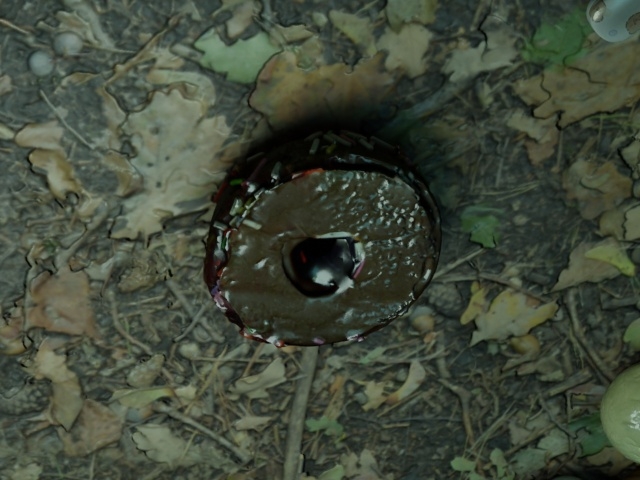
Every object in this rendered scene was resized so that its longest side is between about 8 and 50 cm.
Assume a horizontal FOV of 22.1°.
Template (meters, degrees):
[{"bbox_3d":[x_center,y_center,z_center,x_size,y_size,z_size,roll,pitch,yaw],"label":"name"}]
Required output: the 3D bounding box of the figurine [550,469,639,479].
[{"bbox_3d":[0.378,0.371,2.113,0.263,0.142,0.189,1,157,-19],"label":"figurine"}]

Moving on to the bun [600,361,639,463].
[{"bbox_3d":[0.446,0.218,2.030,0.188,0.111,0.164,8,125,-18],"label":"bun"}]

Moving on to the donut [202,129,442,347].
[{"bbox_3d":[0.000,0.000,1.739,0.270,0.103,0.269,-7,126,-10],"label":"donut"}]

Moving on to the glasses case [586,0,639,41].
[{"bbox_3d":[0.344,-0.269,1.675,0.164,0.041,0.063,-42,126,15],"label":"glasses case"}]
